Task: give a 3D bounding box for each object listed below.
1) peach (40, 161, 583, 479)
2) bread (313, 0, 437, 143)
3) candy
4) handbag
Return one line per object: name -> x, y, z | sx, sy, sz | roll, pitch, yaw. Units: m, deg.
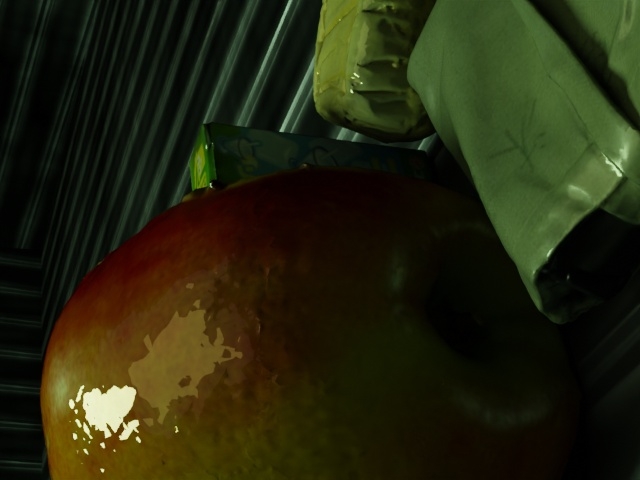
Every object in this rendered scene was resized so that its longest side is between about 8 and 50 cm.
peach -> -0.038, 0.134, 0.634 | 0.380, 0.306, 0.242 | -42, 40, 50
bread -> 0.065, -0.194, 0.704 | 0.140, 0.106, 0.236 | -171, 89, -75
candy -> -0.002, -0.028, 0.707 | 0.062, 0.195, 0.097 | 124, 144, -49
handbag -> 0.161, -0.142, 0.468 | 0.315, 0.109, 0.253 | -60, 29, 32
